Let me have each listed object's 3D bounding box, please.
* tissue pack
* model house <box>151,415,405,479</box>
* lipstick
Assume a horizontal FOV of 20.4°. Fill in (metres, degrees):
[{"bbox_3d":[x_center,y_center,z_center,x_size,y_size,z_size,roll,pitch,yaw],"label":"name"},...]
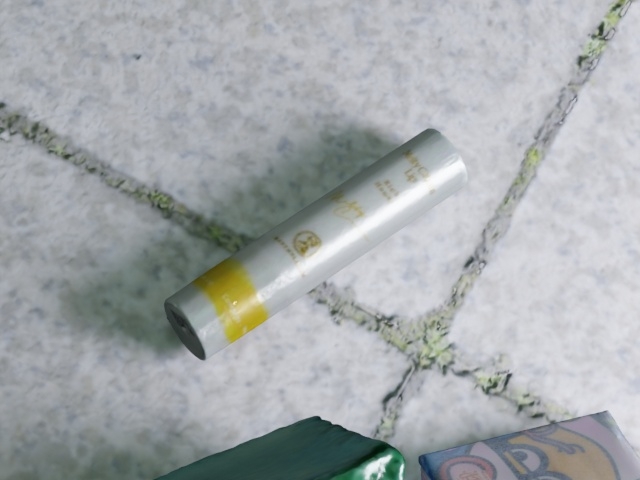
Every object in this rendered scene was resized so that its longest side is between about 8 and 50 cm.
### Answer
[{"bbox_3d":[0.162,0.192,1.302,0.155,0.065,0.115,-12,31,-11],"label":"tissue pack"},{"bbox_3d":[-0.052,0.285,1.196,0.280,0.230,0.249,-21,94,-13],"label":"model house"},{"bbox_3d":[0.000,0.000,1.394,0.264,0.059,0.059,-34,74,-19],"label":"lipstick"}]
